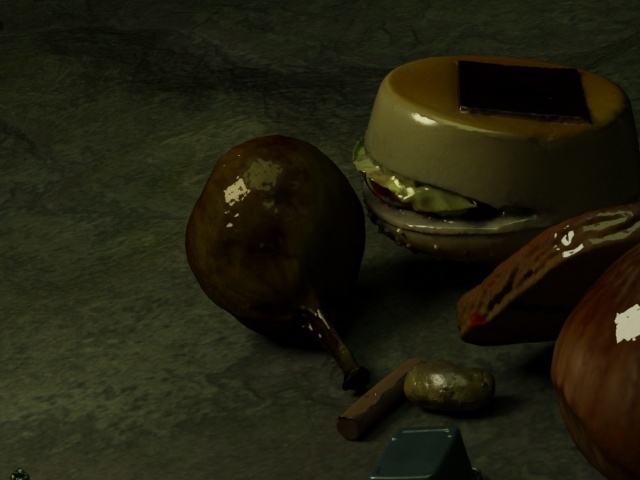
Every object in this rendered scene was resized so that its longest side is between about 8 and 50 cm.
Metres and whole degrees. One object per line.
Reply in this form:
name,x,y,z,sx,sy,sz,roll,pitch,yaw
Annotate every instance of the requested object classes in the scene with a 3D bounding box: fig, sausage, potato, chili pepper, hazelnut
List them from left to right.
chili pepper,-0.270,0.229,1.591,0.027,0.022,0.083,-8,27,13
fig,-0.042,0.033,1.740,0.191,0.190,0.290,-10,39,10
sausage,0.056,0.139,1.598,0.026,0.026,0.116,5,28,39
potato,0.110,0.127,1.567,0.092,0.045,0.046,6,-6,37
hazelnut,0.268,0.090,1.354,0.176,0.214,0.214,12,20,-10

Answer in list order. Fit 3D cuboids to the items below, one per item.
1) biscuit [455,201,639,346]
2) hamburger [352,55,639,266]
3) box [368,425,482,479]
biscuit,0.272,0.034,1.535,0.262,0.052,0.277,-1,-21,-25
hamburger,0.177,-0.077,1.817,0.300,0.176,0.300,2,21,-1
box,0.080,0.189,1.424,0.074,0.054,0.099,-3,24,23
